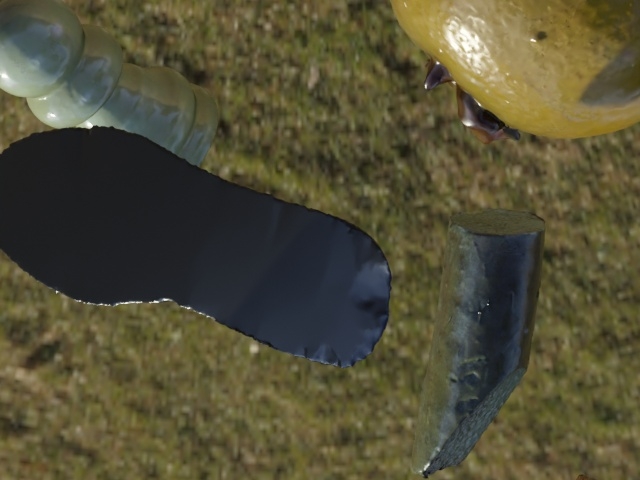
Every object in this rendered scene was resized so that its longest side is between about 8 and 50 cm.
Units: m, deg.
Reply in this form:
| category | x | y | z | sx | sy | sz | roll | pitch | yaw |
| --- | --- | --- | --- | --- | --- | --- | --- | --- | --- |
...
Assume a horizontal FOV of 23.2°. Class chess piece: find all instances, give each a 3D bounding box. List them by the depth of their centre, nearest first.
| category | x | y | z | sx | sy | sz | roll | pitch | yaw |
| --- | --- | --- | --- | --- | --- | --- | --- | --- | --- |
| chess piece | -0.240 | -0.157 | 1.596 | 0.144 | 0.144 | 0.251 | -32 | 136 | 23 |

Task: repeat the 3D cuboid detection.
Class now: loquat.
| category | x | y | z | sx | sy | sz | roll | pitch | yaw |
| --- | --- | --- | --- | --- | --- | --- | --- | --- | --- |
| loquat | 0.178 | -0.200 | 1.182 | 0.275 | 0.275 | 0.274 | -1 | 130 | -1 |

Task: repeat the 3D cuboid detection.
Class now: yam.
| category | x | y | z | sx | sy | sz | roll | pitch | yaw |
| --- | --- | --- | --- | --- | --- | --- | --- | --- | --- |
| yam | 0.150 | 0.101 | 1.486 | 0.106 | 0.106 | 0.259 | 6 | 99 | -6 |

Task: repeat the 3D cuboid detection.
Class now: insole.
| category | x | y | z | sx | sy | sz | roll | pitch | yaw |
| --- | --- | --- | --- | --- | --- | --- | --- | --- | --- |
| insole | -0.051 | -0.001 | 0.530 | 0.004 | 0.188 | 0.064 | 1 | 103 | -53 |

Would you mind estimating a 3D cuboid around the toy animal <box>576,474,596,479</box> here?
| category | x | y | z | sx | sy | sz | roll | pitch | yaw |
| --- | --- | --- | --- | --- | --- | --- | --- | --- | --- |
| toy animal | 0.146 | 0.248 | 1.048 | 0.114 | 0.255 | 0.116 | 47 | 131 | -4 |
